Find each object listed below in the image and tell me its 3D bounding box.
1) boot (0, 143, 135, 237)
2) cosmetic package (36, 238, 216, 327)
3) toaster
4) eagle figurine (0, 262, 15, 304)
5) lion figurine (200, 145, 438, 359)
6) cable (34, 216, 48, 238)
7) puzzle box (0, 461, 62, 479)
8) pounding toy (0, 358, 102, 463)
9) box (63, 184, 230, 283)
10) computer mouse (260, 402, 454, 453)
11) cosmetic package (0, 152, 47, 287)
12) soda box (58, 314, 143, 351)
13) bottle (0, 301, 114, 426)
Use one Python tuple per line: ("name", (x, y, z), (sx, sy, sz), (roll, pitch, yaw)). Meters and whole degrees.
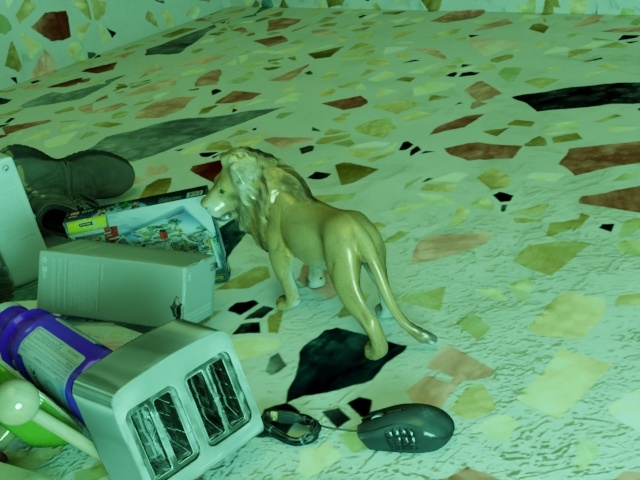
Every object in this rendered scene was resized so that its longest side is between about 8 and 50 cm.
("boot", (-0.460, -0.077, 1.818), (0.223, 0.118, 0.338), (42, 26, 28))
("cosmetic package", (-0.286, 0.063, 1.379), (0.238, 0.107, 0.127), (9, 10, 16))
("toaster", (-0.173, 0.186, 1.047), (0.168, 0.185, 0.110), (-30, 21, -35))
("eagle figurine", (-0.678, 0.042, 1.545), (0.226, 0.225, 0.298), (-36, 40, -20))
("lion figurine", (0.000, 0.000, 1.294), (0.142, 0.240, 0.392), (-31, 32, -35))
("cable", (-0.634, -0.050, 1.889), (0.140, 0.072, 0.287), (-15, 24, -18))
("puzzle box", (-0.506, 0.337, 1.040), (0.409, 0.052, 0.272), (5, 31, 32))
("pounding toy", (-0.380, 0.223, 1.115), (0.110, 0.183, 0.237), (-50, 34, -18))
("box", (-0.277, 0.011, 1.493), (0.233, 0.159, 0.044), (-11, 27, 3))
("computer mouse", (0.037, 0.209, 1.075), (0.242, 0.041, 0.071), (-3, 27, 21))
("cosmetic package", (-0.569, -0.042, 1.650), (0.085, 0.231, 0.117), (-27, 28, -29))
("soda box", (-0.326, 0.154, 1.334), (0.183, 0.058, 0.063), (11, 34, 40))
("bottle", (-0.351, 0.159, 1.233), (0.283, 0.118, 0.092), (23, 58, 39))
